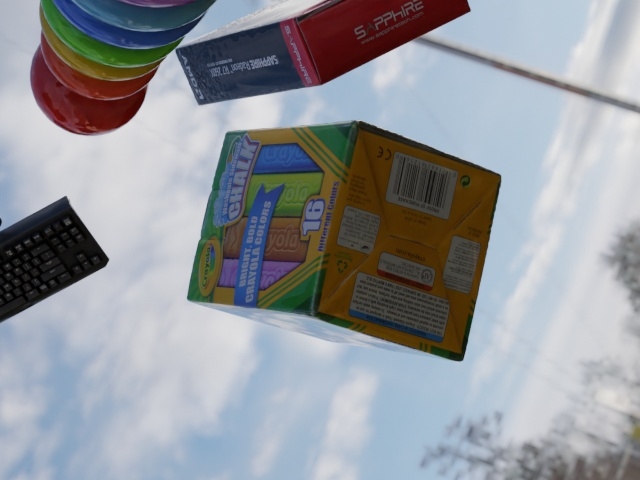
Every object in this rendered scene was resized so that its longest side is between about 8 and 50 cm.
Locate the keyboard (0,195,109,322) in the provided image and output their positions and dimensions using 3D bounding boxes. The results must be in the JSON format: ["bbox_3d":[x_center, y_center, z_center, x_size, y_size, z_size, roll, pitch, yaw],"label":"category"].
[{"bbox_3d":[-0.289,0.024,1.301,0.108,0.180,0.023,60,-176,-29],"label":"keyboard"}]

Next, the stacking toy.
[{"bbox_3d":[-0.135,-0.167,0.999,0.141,0.141,0.330,-61,5,-24],"label":"stacking toy"}]

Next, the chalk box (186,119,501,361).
[{"bbox_3d":[0.000,0.000,1.390,0.180,0.289,0.179,17,-99,-32],"label":"chalk box"}]

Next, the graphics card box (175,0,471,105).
[{"bbox_3d":[-0.008,-0.263,1.844,0.233,0.371,0.094,-29,-75,-25],"label":"graphics card box"}]
